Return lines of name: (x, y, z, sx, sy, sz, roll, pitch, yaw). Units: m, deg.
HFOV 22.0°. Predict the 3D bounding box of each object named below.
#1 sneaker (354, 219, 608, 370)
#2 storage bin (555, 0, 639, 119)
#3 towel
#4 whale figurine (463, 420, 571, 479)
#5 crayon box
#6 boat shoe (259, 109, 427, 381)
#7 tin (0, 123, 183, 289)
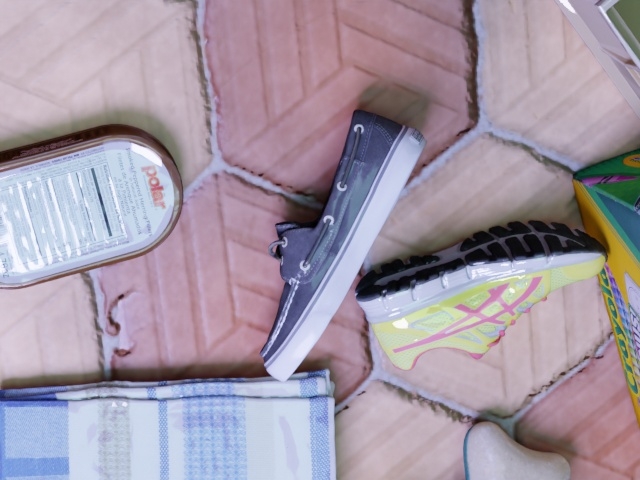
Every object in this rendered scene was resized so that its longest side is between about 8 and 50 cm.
sneaker: (0.137, 0.048, 1.360, 0.208, 0.081, 0.094, -15, 110, 1)
storage bin: (0.372, -0.178, 1.330, 0.262, 0.123, 0.260, -40, 109, -1)
towel: (-0.122, 0.214, 1.336, 0.285, 0.034, 0.209, -2, 89, -13)
whale figurine: (0.119, 0.295, 1.404, 0.216, 0.141, 0.272, 25, 73, -18)
crayon box: (0.304, 0.075, 1.356, 0.081, 0.165, 0.278, -21, 107, -8)
boat shoe: (0.000, 0.000, 1.316, 0.076, 0.080, 0.228, 29, 99, -1)
tin: (-0.199, -0.024, 1.281, 0.189, 0.040, 0.106, -16, 111, -9)
